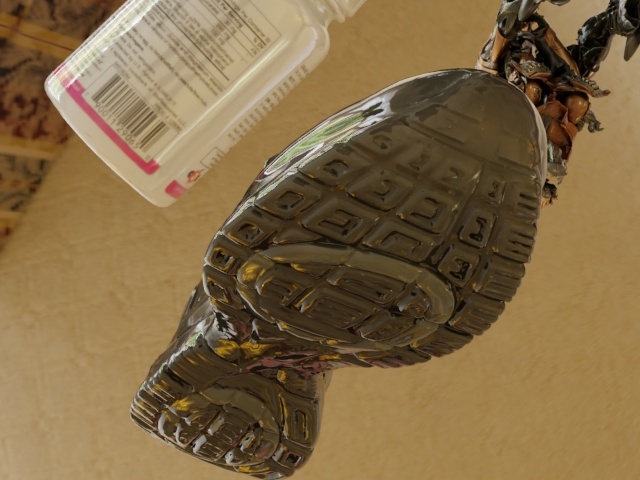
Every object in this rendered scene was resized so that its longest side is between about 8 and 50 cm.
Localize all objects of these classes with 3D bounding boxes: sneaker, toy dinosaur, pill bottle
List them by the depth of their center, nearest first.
[{"bbox_3d":[0.000,0.000,0.544,0.109,0.130,0.286,28,143,-14],"label":"sneaker"},{"bbox_3d":[-0.094,-0.179,1.126,0.283,0.160,0.160,-43,76,1],"label":"pill bottle"},{"bbox_3d":[0.215,-0.187,1.281,0.218,0.164,0.322,-57,44,45],"label":"toy dinosaur"}]
